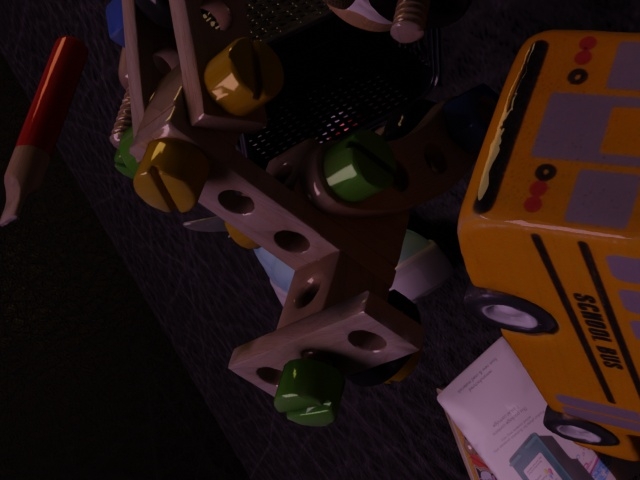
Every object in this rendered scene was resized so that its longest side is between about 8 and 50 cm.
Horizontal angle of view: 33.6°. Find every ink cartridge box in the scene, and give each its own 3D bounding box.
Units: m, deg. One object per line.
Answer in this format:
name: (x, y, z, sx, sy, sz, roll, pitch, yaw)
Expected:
ink cartridge box: (0.206, 0.176, 0.782, 0.078, 0.134, 0.231, -47, 67, 24)

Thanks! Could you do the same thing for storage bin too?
storage bin: (-0.005, -0.143, 0.811, 0.084, 0.180, 0.122, 47, 156, 38)

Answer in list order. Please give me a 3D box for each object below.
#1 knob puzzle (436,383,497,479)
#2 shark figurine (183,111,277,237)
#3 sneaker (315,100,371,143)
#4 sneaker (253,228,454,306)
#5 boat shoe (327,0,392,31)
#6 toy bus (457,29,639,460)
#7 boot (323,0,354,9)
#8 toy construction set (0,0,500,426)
knob puzzle: (0.194, 0.253, 1.095, 0.213, 0.030, 0.213, 50, 158, 29)
shark figurine: (-0.082, -0.141, 1.136, 0.116, 0.166, 0.278, -54, -49, -71)
sneaker: (0.026, -0.080, 1.033, 0.067, 0.042, 0.118, 60, 159, 13)
sneaker: (0.000, 0.000, 1.068, 0.150, 0.135, 0.366, 59, 161, -12)
boat shoe: (0.014, -0.282, 0.725, 0.096, 0.098, 0.277, -37, 73, 44)
toy bus: (0.171, 0.028, 0.579, 0.130, 0.108, 0.332, 8, 156, 30)
boot: (-0.011, -0.290, 0.625, 0.262, 0.095, 0.203, 51, 124, 14)
toy construction set: (-0.056, -0.027, 0.607, 0.309, 0.237, 0.257, -2, 149, 28)
